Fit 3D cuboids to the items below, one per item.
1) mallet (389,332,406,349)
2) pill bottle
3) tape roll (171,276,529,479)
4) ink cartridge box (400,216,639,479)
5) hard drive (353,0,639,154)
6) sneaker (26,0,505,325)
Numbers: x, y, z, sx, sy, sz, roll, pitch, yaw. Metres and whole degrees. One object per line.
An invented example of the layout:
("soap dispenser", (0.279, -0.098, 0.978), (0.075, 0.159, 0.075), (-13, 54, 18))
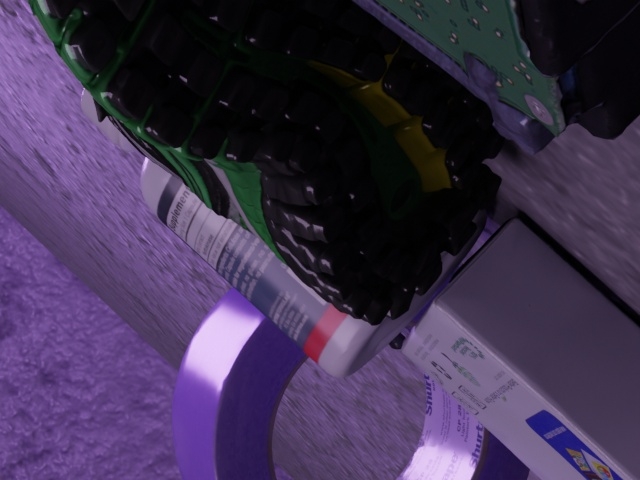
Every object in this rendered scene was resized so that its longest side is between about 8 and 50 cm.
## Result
("mallet", (0.000, 0.000, 1.100), (0.189, 0.039, 0.062), (48, 171, -20))
("pill bottle", (-0.021, -0.032, 0.873), (0.180, 0.108, 0.108), (42, 170, 10))
("tape roll", (0.018, 0.101, 1.025), (0.189, 0.189, 0.080), (47, 170, -19))
("ink cartridge box", (0.184, 0.133, 0.885), (0.333, 0.065, 0.165), (44, 169, 5))
("hard drive", (-0.036, -0.173, 0.317), (0.237, 0.064, 0.339), (41, 167, 28))
("sneaker", (-0.052, -0.086, 0.662), (0.146, 0.134, 0.343), (28, 164, 30))
